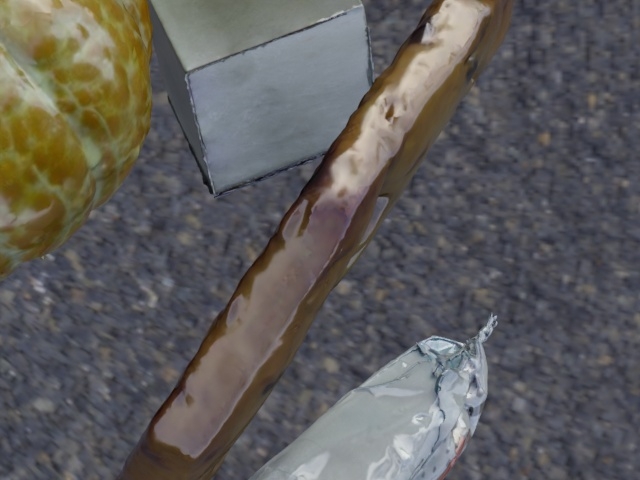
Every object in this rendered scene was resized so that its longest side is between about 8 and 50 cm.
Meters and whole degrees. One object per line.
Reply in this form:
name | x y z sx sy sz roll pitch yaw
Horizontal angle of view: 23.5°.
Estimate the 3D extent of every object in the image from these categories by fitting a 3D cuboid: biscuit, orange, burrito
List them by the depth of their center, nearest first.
biscuit | 0.000 0.001 0.835 0.046 0.359 0.359 34 80 2
orange | -0.271 -0.111 1.018 0.329 0.329 0.249 -45 135 -14
burrito | 0.014 0.227 1.374 0.445 0.139 0.101 -42 144 -10

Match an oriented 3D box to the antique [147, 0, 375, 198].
antique | -0.049 -0.145 1.178 0.146 0.148 0.152 -22 145 -10
